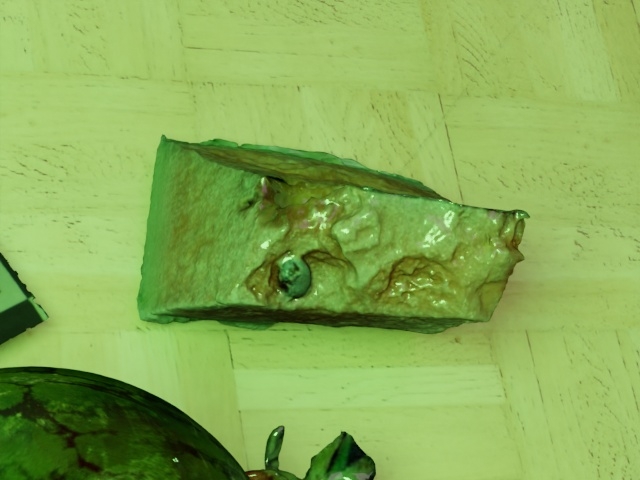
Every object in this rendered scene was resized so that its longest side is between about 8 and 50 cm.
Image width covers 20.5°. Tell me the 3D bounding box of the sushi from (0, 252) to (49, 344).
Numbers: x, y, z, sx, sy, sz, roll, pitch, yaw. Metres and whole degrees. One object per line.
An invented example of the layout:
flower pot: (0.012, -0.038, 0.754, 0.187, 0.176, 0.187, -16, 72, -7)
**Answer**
sushi: (-0.433, -0.019, 1.315, 0.343, 0.064, 0.359, -28, 73, -34)

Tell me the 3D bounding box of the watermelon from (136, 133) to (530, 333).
watermelon: (-0.005, 0.013, 1.447, 0.264, 0.302, 0.151, 7, 98, -20)

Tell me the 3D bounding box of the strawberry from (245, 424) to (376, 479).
strawberry: (-0.030, 0.287, 1.335, 0.188, 0.106, 0.286, 17, 68, 14)

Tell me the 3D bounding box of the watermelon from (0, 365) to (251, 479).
watermelon: (-0.197, 0.250, 1.141, 0.363, 0.363, 0.363, 10, 59, -17)
